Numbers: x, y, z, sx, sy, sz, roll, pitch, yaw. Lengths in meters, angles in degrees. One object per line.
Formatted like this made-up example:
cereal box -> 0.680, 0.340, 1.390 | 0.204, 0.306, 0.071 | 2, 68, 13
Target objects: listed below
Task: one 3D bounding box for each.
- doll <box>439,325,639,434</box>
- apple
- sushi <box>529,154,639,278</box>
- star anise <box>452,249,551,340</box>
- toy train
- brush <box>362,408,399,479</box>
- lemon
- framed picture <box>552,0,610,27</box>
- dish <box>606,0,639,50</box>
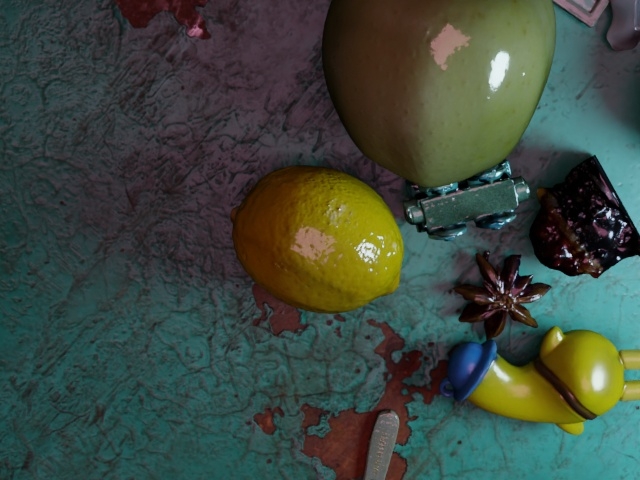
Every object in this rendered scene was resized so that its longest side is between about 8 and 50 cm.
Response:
doll -> 0.378, 0.236, 1.609 | 0.362, 0.145, 0.200 | -4, 104, 9
apple -> 0.169, -0.267, 1.432 | 0.357, 0.357, 0.357 | 0, 99, 1
sushi -> 0.412, -0.022, 1.559 | 0.150, 0.153, 0.172 | -30, 88, 19
star anise -> 0.303, 0.095, 1.627 | 0.167, 0.057, 0.168 | 0, 98, 2
toy train -> 0.228, -0.070, 1.554 | 0.197, 0.154, 0.107 | -14, 102, 4
brush -> 0.085, 0.454, 1.707 | 0.085, 0.020, 0.337 | 11, 99, 0
lemon -> -0.004, -0.002, 1.533 | 0.263, 0.236, 0.236 | 4, 100, -22
framed picture -> 0.367, -0.519, 1.544 | 0.315, 0.024, 0.232 | 32, 97, -5
dish -> 0.505, -0.366, 1.547 | 0.091, 0.039, 0.137 | 16, 101, -18
